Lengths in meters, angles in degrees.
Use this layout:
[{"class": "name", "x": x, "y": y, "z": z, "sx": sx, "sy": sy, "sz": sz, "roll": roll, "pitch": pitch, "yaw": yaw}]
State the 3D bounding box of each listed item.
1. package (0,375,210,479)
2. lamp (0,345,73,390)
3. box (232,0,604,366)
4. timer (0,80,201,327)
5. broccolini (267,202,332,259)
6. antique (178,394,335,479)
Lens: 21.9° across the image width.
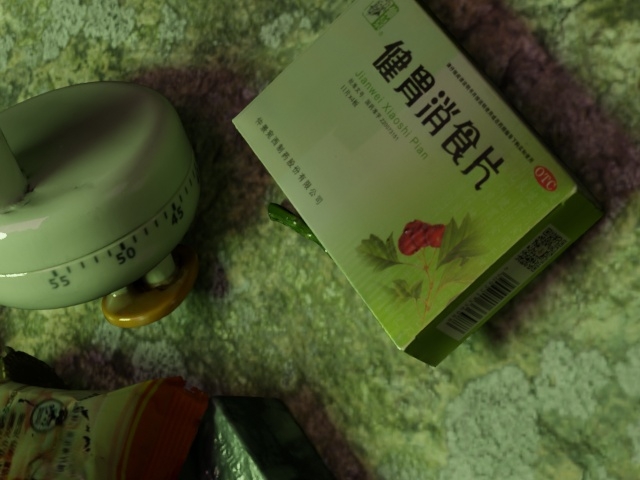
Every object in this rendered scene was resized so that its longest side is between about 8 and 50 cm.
[{"class": "package", "x": -0.234, "y": 0.197, "z": 1.297, "sx": 0.288, "sy": 0.108, "sz": 0.223, "roll": 0, "pitch": 68, "yaw": 20}, {"class": "lamp", "x": -0.330, "y": 0.223, "z": 1.481, "sx": 0.274, "sy": 0.177, "sz": 0.177, "roll": -43, "pitch": 58, "yaw": 13}, {"class": "box", "x": 0.067, "y": -0.058, "z": 1.253, "sx": 0.175, "sy": 0.062, "sz": 0.260, "roll": -44, "pitch": 57, "yaw": 11}, {"class": "timer", "x": -0.225, "y": -0.058, "z": 1.394, "sx": 0.233, "sy": 0.233, "sz": 0.240, "roll": 13, "pitch": 135, "yaw": 40}, {"class": "broccolini", "x": 0.000, "y": 0.000, "z": 1.339, "sx": 0.140, "sy": 0.035, "sz": 0.030, "roll": 32, "pitch": 99, "yaw": 39}, {"class": "antique", "x": -0.037, "y": 0.217, "z": 1.301, "sx": 0.088, "sy": 0.086, "sz": 0.183, "roll": -52, "pitch": 55, "yaw": 22}]
